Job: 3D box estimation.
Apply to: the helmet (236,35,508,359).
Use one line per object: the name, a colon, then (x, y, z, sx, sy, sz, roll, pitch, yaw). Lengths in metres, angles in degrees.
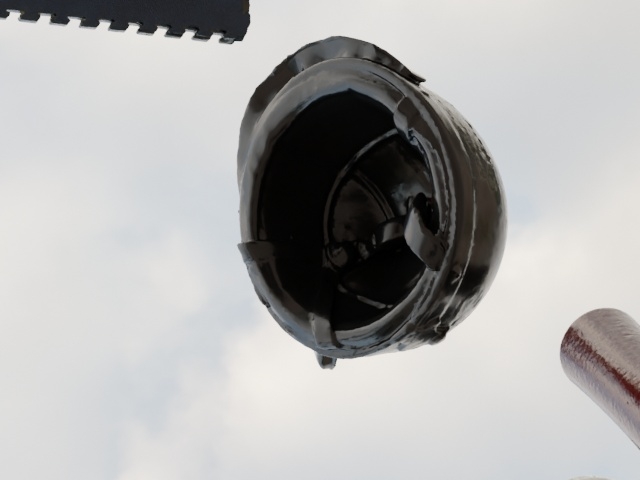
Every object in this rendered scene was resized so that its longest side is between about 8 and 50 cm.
helmet: (0.056, -0.030, 1.132, 0.160, 0.230, 0.279, 12, -132, -45)

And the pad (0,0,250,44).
pad: (-0.172, -0.274, 0.900, 0.269, 0.012, 0.269, 4, -98, -25)

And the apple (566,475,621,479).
apple: (0.281, 0.321, 1.266, 0.200, 0.200, 0.200, 9, -106, -34)

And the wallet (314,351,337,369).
wallet: (0.000, 0.000, 1.405, 0.052, 0.168, 0.245, -3, -57, -11)

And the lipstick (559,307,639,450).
lipstick: (0.263, 0.126, 1.050, 0.080, 0.241, 0.080, -3, -73, -9)
